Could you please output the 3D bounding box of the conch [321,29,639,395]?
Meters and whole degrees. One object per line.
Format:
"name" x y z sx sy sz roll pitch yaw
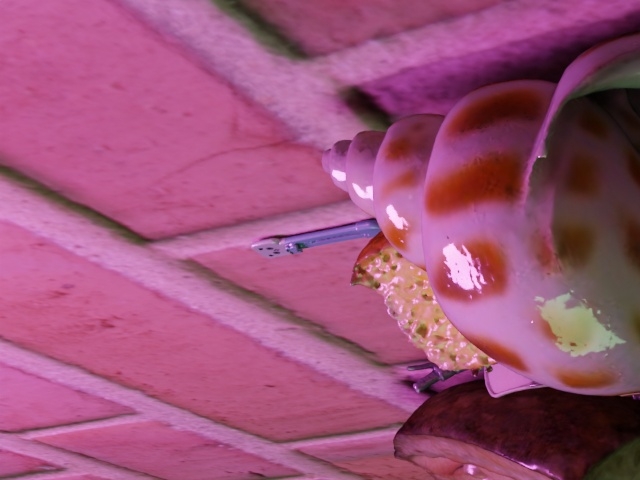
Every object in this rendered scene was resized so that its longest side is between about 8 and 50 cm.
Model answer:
"conch" 0.136 -0.017 0.663 0.275 0.183 0.149 6 -170 0

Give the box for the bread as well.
"bread" 0.117 0.015 0.807 0.187 0.065 0.103 -20 112 28

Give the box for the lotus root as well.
"lotus root" 0.196 0.171 1.163 0.210 0.142 0.314 41 162 -22

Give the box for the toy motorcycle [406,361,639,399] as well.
"toy motorcycle" 0.191 0.071 0.964 0.263 0.091 0.157 5 162 -19

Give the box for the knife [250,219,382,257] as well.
"knife" 0.000 0.000 0.889 0.096 0.010 0.027 -12 156 26
